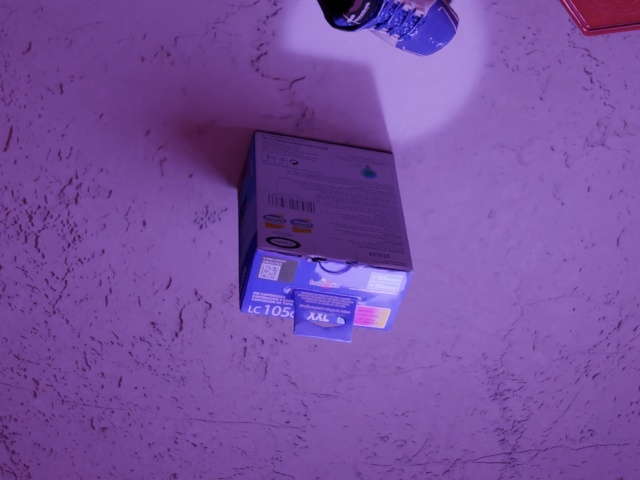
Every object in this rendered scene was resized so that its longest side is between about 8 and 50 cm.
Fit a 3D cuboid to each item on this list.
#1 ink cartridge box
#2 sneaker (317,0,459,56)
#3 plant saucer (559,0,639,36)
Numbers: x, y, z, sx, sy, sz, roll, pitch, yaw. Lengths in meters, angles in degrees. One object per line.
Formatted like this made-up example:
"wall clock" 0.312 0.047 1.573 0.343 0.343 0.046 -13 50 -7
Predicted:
"ink cartridge box" 0.000 0.000 2.034 0.270 0.395 0.151 9 127 -11
"sneaker" 0.077 -0.372 1.880 0.315 0.182 0.127 32 121 -26
"plant saucer" 0.455 -0.414 1.865 0.259 0.047 0.258 3 146 50
